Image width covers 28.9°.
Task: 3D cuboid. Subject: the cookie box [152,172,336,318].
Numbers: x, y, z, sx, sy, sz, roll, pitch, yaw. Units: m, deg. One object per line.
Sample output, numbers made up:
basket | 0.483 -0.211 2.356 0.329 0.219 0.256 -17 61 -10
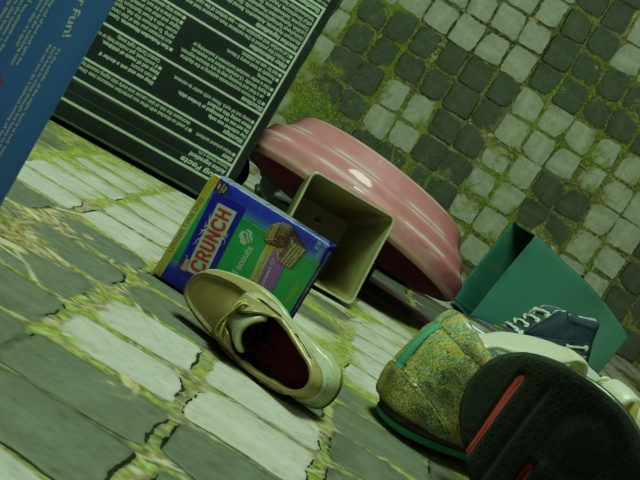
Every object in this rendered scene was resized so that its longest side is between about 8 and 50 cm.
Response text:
cookie box | -0.058 0.014 0.947 0.107 0.092 0.040 31 2 8

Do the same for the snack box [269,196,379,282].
snack box | 0.000 0.000 1.640 0.141 0.037 0.100 34 7 22

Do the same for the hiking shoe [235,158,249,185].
hiking shoe | -0.146 -0.126 1.719 0.114 0.086 0.227 22 10 -42

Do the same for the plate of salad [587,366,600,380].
plate of salad | 0.389 0.210 1.841 0.200 0.048 0.200 42 4 -4

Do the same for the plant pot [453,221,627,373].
plant pot | 0.363 0.115 2.001 0.234 0.165 0.166 38 5 -9

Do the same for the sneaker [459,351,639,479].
sneaker | 0.213 0.201 0.812 0.314 0.116 0.136 42 0 29

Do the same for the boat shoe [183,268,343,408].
boat shoe | -0.043 0.060 0.827 0.135 0.050 0.045 34 1 25

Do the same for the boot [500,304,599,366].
boot | 0.266 0.117 1.618 0.190 0.086 0.069 16 5 -11

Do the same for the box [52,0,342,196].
box | -0.186 -0.247 1.495 0.296 0.294 0.183 30 4 -20

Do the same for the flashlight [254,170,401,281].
flashlight | 0.046 -0.026 1.874 0.304 0.103 0.103 24 -18 -30

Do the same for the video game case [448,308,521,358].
video game case | 0.264 0.177 1.387 0.244 0.061 0.269 35 7 25

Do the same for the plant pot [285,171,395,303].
plant pot | 0.000 -0.003 1.386 0.109 0.109 0.096 30 -7 -15

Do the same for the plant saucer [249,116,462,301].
plant saucer | 0.055 -0.050 1.586 0.332 0.084 0.332 37 -5 4

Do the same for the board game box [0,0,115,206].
board game box | -0.204 -0.202 0.746 0.078 0.347 0.233 33 5 22

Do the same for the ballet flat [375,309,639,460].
ballet flat | 0.194 0.149 0.997 0.348 0.123 0.123 28 7 -34
